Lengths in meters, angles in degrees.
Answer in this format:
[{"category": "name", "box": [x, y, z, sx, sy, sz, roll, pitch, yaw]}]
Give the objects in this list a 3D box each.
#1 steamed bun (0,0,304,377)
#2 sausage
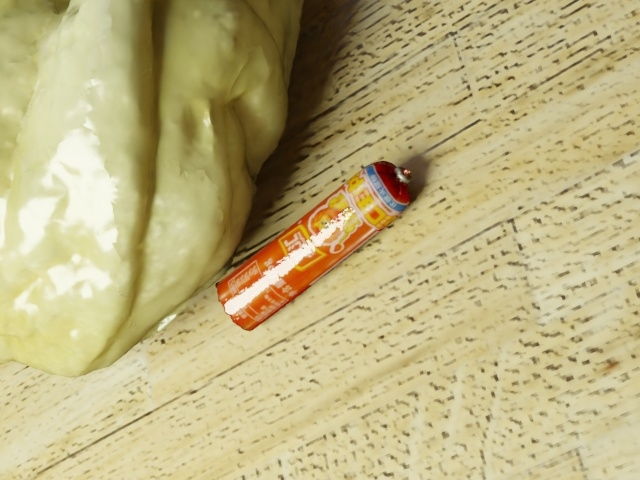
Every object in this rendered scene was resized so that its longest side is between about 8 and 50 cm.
[{"category": "steamed bun", "box": [-0.188, -0.083, 0.792, 0.372, 0.230, 0.325, -18, 52, 38]}, {"category": "sausage", "box": [0.000, 0.000, 0.727, 0.129, 0.034, 0.034, -38, 51, 22]}]
